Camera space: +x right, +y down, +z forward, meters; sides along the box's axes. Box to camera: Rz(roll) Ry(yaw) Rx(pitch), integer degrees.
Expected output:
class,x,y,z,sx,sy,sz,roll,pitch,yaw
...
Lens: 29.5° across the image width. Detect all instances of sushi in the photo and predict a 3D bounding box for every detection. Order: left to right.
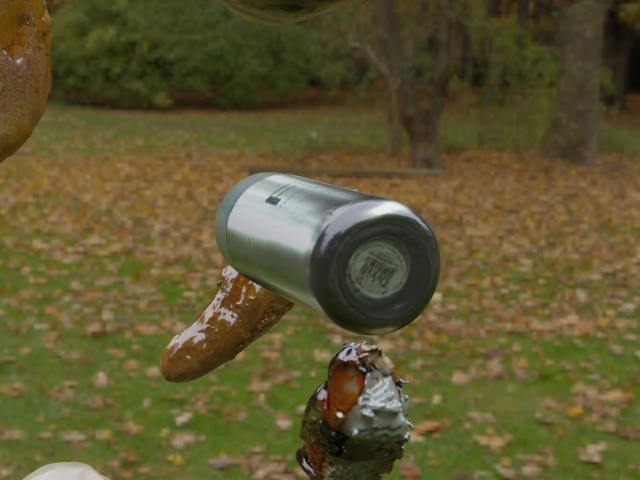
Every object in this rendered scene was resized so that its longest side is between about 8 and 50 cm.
class,x,y,z,sx,sy,sz,roll,pitch,yaw
sushi,0.039,0.189,1.241,0.097,0.226,0.103,-23,59,-34

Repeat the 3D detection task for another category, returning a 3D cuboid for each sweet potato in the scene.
class,x,y,z,sx,sy,sz,roll,pitch,yaw
sweet potato,-0.054,0.036,1.436,0.354,0.095,0.106,-45,3,-23

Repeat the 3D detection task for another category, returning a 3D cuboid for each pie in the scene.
class,x,y,z,sx,sy,sz,roll,pitch,yaw
pie,-0.343,-0.187,1.142,0.069,0.274,0.273,5,10,30

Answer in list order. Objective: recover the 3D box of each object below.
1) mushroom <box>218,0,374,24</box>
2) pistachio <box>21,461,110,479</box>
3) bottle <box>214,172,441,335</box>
class,x,y,z,sx,sy,sz,roll,pitch,yaw
mushroom,0.021,-0.296,1.263,0.292,0.212,0.217,-28,-38,9
pistachio,-0.395,0.478,1.813,0.226,0.208,0.332,-19,44,14
bottle,0.000,0.000,0.770,0.096,0.080,0.253,-9,9,-19
